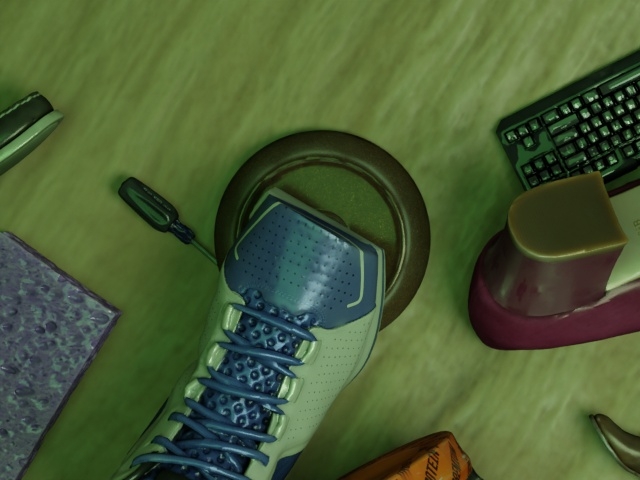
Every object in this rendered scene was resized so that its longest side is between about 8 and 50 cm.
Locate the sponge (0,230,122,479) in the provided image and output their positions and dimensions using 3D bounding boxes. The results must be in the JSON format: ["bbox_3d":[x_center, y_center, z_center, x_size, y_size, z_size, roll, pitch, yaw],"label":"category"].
[{"bbox_3d":[-0.259,0.111,1.216,0.117,0.031,0.210,33,97,7],"label":"sponge"}]

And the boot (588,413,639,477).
[{"bbox_3d":[0.272,0.135,1.123,0.114,0.037,0.106,-43,99,12],"label":"boot"}]

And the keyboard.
[{"bbox_3d":[0.232,-0.079,1.127,0.180,0.023,0.108,-27,88,11],"label":"keyboard"}]

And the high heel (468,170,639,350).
[{"bbox_3d":[0.293,0.000,1.109,0.377,0.181,0.127,-4,64,-6],"label":"high heel"}]

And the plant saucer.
[{"bbox_3d":[0.000,0.000,1.159,0.168,0.029,0.169,0,94,5],"label":"plant saucer"}]

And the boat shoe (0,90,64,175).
[{"bbox_3d":[-0.306,-0.057,1.189,0.227,0.081,0.069,-32,91,12],"label":"boat shoe"}]

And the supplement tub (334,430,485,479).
[{"bbox_3d":[0.103,0.321,1.075,0.207,0.207,0.338,-28,88,10],"label":"supplement tub"}]

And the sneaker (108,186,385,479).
[{"bbox_3d":[-0.059,0.135,1.083,0.127,0.182,0.316,26,108,2],"label":"sneaker"}]

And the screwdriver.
[{"bbox_3d":[-0.090,0.009,1.193,0.170,0.025,0.024,40,98,-3],"label":"screwdriver"}]
